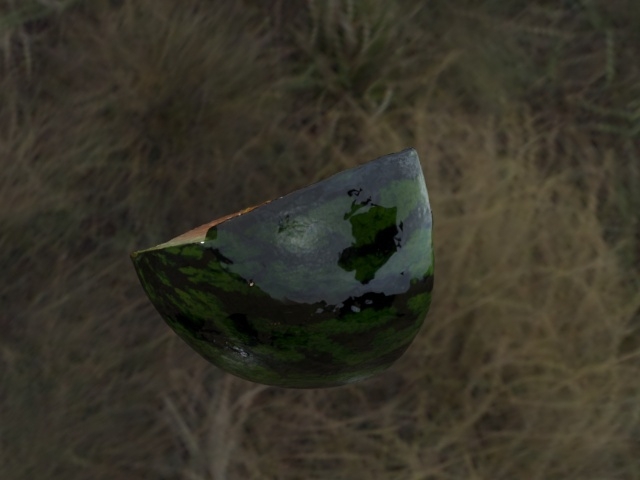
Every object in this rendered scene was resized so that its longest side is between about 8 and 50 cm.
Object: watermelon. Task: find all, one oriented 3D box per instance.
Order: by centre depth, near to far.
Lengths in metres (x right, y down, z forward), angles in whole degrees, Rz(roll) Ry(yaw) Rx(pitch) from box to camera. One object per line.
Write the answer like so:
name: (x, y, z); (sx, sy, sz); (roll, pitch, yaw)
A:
watermelon: (0.000, 0.016, 0.988); (0.193, 0.145, 0.137); (26, 68, -26)
